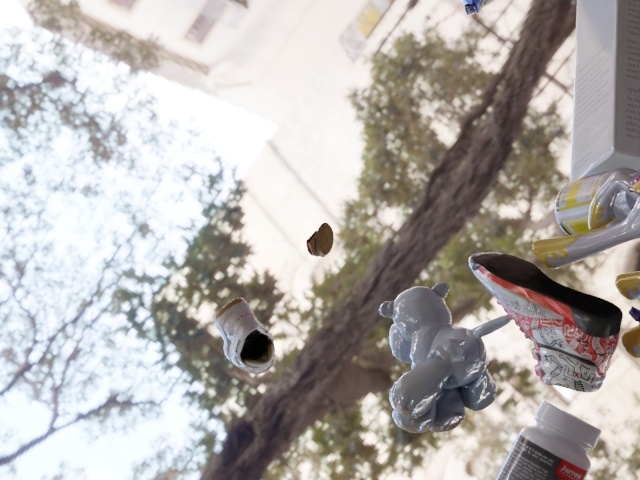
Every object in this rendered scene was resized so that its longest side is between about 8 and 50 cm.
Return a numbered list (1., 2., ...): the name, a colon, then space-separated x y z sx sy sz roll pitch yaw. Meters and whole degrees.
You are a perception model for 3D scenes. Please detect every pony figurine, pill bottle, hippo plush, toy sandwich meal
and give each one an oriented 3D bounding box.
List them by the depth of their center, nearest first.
1. pony figurine: 0.509 0.009 1.380 0.351 0.363 0.303 48 -130 9
2. pill bottle: 0.456 -0.058 1.615 0.103 0.103 0.184 33 166 -13
3. hippo plush: 0.193 0.207 1.969 0.234 0.294 0.236 -23 -131 -18
4. pill bottle: 0.461 0.489 2.144 0.161 0.283 0.161 28 179 1
5. toy sandwich meal: 0.000 0.000 2.262 0.029 0.085 0.086 6 -177 28

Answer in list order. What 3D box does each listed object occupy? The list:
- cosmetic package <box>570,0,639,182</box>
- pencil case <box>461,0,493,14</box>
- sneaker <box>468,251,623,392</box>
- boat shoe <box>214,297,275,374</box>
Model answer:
1. cosmetic package: 0.583 -0.302 1.821 0.230 0.161 0.453 13 -111 -11
2. pencil case: 0.392 -0.566 2.017 0.119 0.306 0.133 60 -172 8
3. sneaker: 0.317 0.124 1.531 0.090 0.144 0.270 -15 -150 -38
4. boat shoe: -0.136 0.219 2.070 0.096 0.098 0.277 47 170 28
